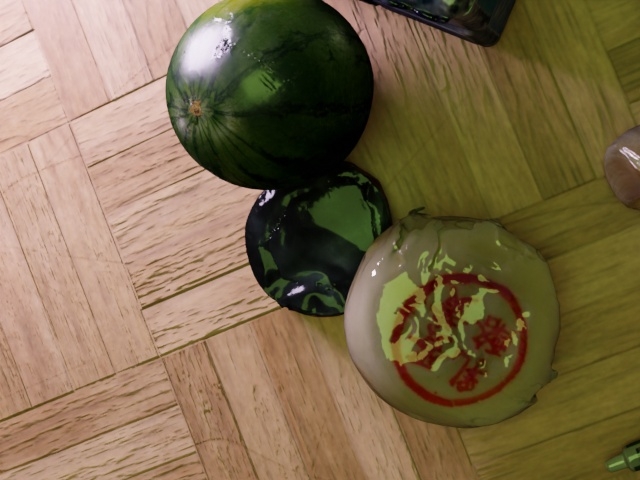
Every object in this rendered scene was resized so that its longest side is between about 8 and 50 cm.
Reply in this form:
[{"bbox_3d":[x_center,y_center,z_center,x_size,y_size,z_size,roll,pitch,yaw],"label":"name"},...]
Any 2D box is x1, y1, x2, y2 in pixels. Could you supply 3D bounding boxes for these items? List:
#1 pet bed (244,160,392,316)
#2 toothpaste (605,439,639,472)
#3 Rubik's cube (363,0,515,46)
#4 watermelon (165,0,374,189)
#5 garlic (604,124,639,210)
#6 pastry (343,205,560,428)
[{"bbox_3d":[0.000,0.000,1.471,0.201,0.053,0.201,0,91,15],"label":"pet bed"},{"bbox_3d":[0.426,0.225,1.373,0.204,0.031,0.049,-23,86,12],"label":"toothpaste"},{"bbox_3d":[0.091,-0.413,1.297,0.316,0.313,0.318,24,99,13],"label":"Rubik's cube"},{"bbox_3d":[-0.057,-0.173,1.382,0.242,0.242,0.242,1,92,15],"label":"watermelon"},{"bbox_3d":[0.411,-0.084,1.340,0.174,0.099,0.124,-17,68,11],"label":"garlic"},{"bbox_3d":[0.153,0.091,1.373,0.264,0.133,0.265,0,91,0],"label":"pastry"}]
